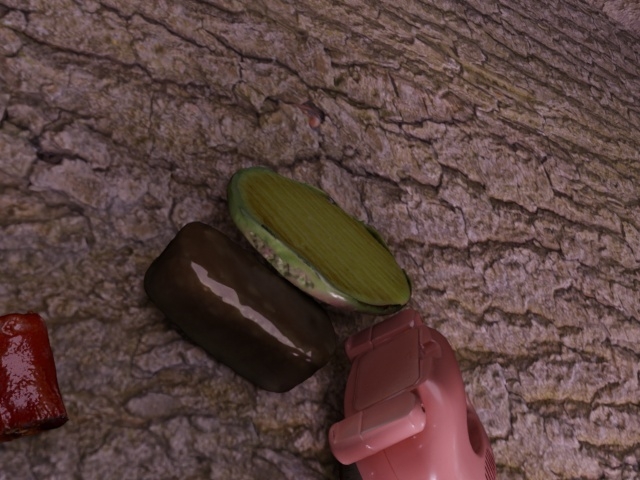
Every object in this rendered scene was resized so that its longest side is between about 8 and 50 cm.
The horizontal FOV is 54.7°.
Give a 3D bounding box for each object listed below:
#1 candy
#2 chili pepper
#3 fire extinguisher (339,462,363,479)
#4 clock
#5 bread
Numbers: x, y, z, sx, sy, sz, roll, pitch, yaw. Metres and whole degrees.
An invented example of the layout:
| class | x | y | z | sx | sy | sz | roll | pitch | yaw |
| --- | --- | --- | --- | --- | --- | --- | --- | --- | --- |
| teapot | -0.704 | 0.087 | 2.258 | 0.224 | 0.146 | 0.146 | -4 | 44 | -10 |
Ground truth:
| class | x | y | z | sx | sy | sz | roll | pitch | yaw |
| --- | --- | --- | --- | --- | --- | --- | --- | --- | --- |
| candy | -0.096 | 0.083 | 0.744 | 0.234 | 0.104 | 0.102 | 36 | 41 | -12 |
| chili pepper | -0.290 | 0.127 | 0.594 | 0.070 | 0.073 | 0.123 | 50 | 19 | -70 |
| fire extinguisher | 0.048 | 0.298 | 0.742 | 0.062 | 0.050 | 0.177 | 26 | 48 | -35 |
| clock | 0.136 | 0.234 | 0.748 | 0.241 | 0.142 | 0.227 | 56 | 21 | -16 |
| bread | 0.001 | -0.002 | 0.855 | 0.301 | 0.045 | 0.301 | 31 | 22 | -14 |
